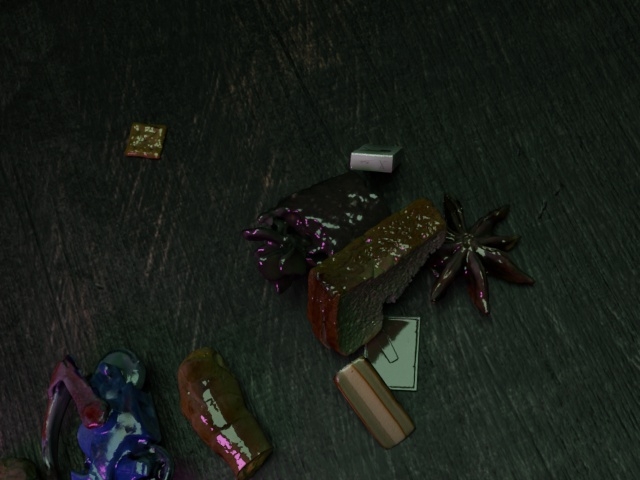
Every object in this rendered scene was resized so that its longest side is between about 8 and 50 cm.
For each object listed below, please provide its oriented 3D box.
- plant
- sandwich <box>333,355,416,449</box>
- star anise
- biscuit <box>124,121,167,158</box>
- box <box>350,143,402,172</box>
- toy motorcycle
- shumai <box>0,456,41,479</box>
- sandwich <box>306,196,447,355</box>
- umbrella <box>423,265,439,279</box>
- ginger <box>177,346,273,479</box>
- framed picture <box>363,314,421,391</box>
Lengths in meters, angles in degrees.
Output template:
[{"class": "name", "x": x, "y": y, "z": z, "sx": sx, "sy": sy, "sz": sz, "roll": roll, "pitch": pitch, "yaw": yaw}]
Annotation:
[{"class": "plant", "x": 0.000, "y": 0.000, "z": 1.892, "sx": 0.276, "sy": 0.199, "sz": 0.188, "roll": -30, "pitch": 65, "yaw": -9}, {"class": "sandwich", "x": 0.099, "y": 0.303, "z": 1.803, "sx": 0.079, "sy": 0.113, "sz": 0.163, "roll": -35, "pitch": 74, "yaw": 0}, {"class": "star anise", "x": 0.287, "y": 0.019, "z": 1.897, "sx": 0.288, "sy": 0.088, "sz": 0.288, "roll": 0, "pitch": 62, "yaw": 0}, {"class": "biscuit", "x": -0.383, "y": -0.220, "z": 2.127, "sx": 0.083, "sy": 0.018, "sz": 0.081, "roll": 8, "pitch": 73, "yaw": 12}, {"class": "box", "x": 0.115, "y": -0.167, "z": 1.958, "sx": 0.084, "sy": 0.154, "sz": 0.040, "roll": 8, "pitch": 103, "yaw": 11}, {"class": "toy motorcycle", "x": -0.406, "y": 0.374, "z": 1.852, "sx": 0.241, "sy": 0.182, "sz": 0.319, "roll": -44, "pitch": 52, "yaw": 30}, {"class": "shumai", "x": -0.568, "y": 0.552, "z": 1.836, "sx": 0.222, "sy": 0.204, "sz": 0.272, "roll": -40, "pitch": 38, "yaw": 2}, {"class": "sandwich", "x": 0.104, "y": 0.074, "z": 1.826, "sx": 0.288, "sy": 0.254, "sz": 0.099, "roll": -34, "pitch": 59, "yaw": -18}, {"class": "umbrella", "x": 0.213, "y": 0.047, "z": 1.932, "sx": 0.020, "sy": 0.031, "sz": 0.083, "roll": -22, "pitch": 67, "yaw": -34}, {"class": "ginger", "x": -0.192, "y": 0.331, "z": 1.855, "sx": 0.109, "sy": 0.116, "sz": 0.263, "roll": -46, "pitch": 69, "yaw": 35}, {"class": "framed picture", "x": 0.138, "y": 0.218, "z": 1.889, "sx": 0.109, "sy": 0.011, "sz": 0.149, "roll": 2, "pitch": 70, "yaw": 10}]
